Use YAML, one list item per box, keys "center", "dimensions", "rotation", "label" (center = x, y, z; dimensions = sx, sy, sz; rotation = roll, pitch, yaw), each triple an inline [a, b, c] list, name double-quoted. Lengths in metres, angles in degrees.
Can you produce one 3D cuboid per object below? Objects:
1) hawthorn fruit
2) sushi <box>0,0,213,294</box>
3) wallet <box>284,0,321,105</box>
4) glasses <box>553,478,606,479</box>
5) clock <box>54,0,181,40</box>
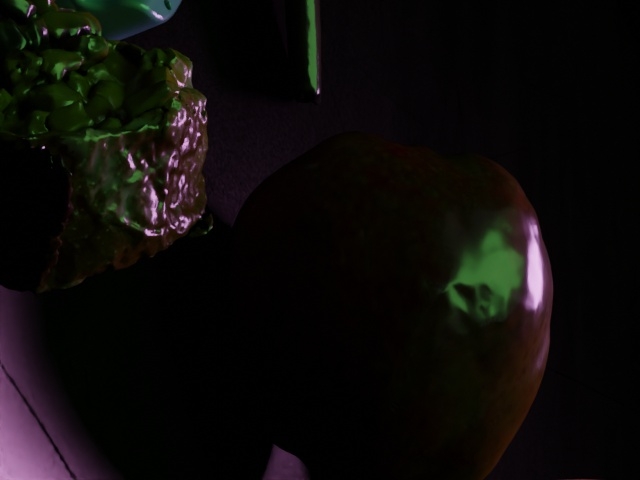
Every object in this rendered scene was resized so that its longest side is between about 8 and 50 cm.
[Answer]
- center: [0.066, 0.068, 1.216]
  dimensions: [0.308, 0.308, 0.325]
  rotation: [28, 39, -61]
  label: "hawthorn fruit"
- center: [-0.163, -0.079, 0.957]
  dimensions: [0.296, 0.166, 0.179]
  rotation: [-44, 140, -57]
  label: "sushi"
- center: [-0.024, -0.296, 1.434]
  dimensions: [0.165, 0.042, 0.310]
  rotation: [-157, -117, -85]
  label: "wallet"
- center: [0.266, 0.375, 1.541]
  dimensions: [0.118, 0.268, 0.234]
  rotation: [53, 24, -81]
  label: "glasses"
- center: [-0.191, -0.308, 1.093]
  dimensions: [0.224, 0.094, 0.274]
  rotation: [-78, 147, -49]
  label: "clock"
